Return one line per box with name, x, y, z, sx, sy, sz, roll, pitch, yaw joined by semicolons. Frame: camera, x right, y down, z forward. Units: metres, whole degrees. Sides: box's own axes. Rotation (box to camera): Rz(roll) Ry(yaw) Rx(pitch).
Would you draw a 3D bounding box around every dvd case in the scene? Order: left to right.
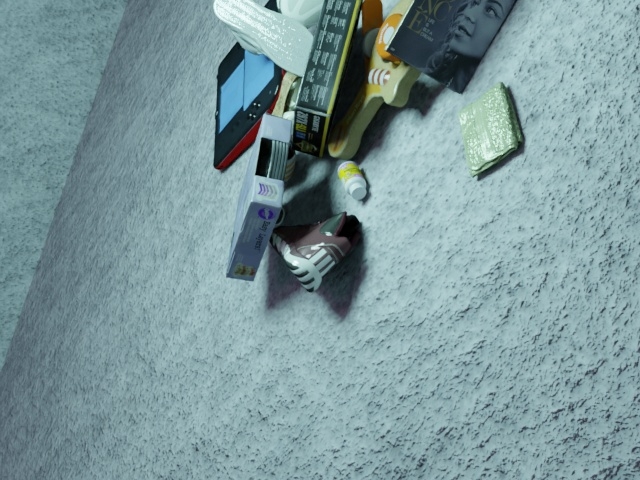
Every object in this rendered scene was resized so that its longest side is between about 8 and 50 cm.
dvd case;0.233;-0.388;1.479;0.221;0.165;0.018;-60;21;11

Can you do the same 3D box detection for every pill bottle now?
pill bottle;0.064;-0.116;1.673;0.043;0.043;0.083;-51;36;24

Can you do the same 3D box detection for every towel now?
towel;0.277;-0.185;1.415;0.110;0.027;0.148;-36;43;38

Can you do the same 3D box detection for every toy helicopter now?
toy helicopter;0.105;-0.314;1.661;0.355;0.140;0.235;-57;35;31

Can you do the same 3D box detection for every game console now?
game console;-0.182;-0.414;2.214;0.342;0.060;0.386;-36;42;39

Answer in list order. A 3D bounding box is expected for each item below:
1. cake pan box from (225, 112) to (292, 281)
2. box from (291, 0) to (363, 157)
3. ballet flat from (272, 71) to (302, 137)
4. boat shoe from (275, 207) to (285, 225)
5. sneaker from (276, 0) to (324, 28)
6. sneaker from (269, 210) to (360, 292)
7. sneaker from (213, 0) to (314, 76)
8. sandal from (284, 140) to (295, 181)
cake pan box;-0.125;-0.088;1.738;0.266;0.070;0.245;114;164;-48
box;0.016;-0.361;1.753;0.257;0.079;0.321;111;174;-77
ballet flat;-0.068;-0.304;1.969;0.067;0.073;0.206;-2;72;40
boat shoe;-0.119;-0.069;1.920;0.046;0.038;0.125;-62;32;8
sneaker;0.063;-0.618;1.848;0.447;0.169;0.257;-49;27;23
sneaker;0.000;0.000;1.673;0.162;0.106;0.281;-38;22;-2
sneaker;-0.104;-0.467;1.998;0.108;0.293;0.169;-53;-8;2
sandal;-0.098;-0.168;1.931;0.265;0.076;0.101;123;160;-57
